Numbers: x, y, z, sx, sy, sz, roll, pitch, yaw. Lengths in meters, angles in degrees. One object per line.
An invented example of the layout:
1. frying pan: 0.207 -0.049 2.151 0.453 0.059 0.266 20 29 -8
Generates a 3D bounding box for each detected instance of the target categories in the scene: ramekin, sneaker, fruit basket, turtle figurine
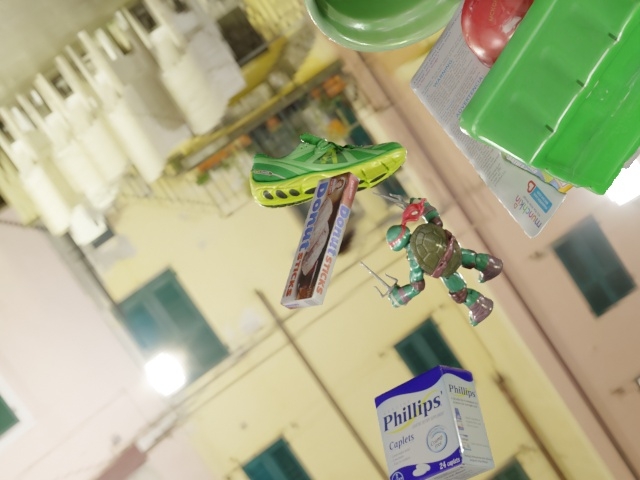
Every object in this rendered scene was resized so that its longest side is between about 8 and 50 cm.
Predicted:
1. ramekin: 0.086 -0.420 1.524 0.304 0.148 0.303 -19 141 -16
2. sneaker: 0.014 -0.146 2.043 0.296 0.123 0.109 -12 162 -9
3. fruit basket: 0.246 -0.219 1.197 0.327 0.166 0.353 -59 -154 22
4. turtle figurine: 0.163 0.027 1.703 0.175 0.234 0.118 -65 -161 -10

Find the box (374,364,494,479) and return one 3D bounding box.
1. box: 0.147 0.251 1.484 0.072 0.137 0.126 18 141 -42

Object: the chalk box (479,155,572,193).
1. chalk box: 0.416 -0.162 2.049 0.213 0.132 0.132 -44 -174 40

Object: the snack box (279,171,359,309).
1. snack box: 0.000 0.000 1.406 0.064 0.022 0.178 -14 -128 50
